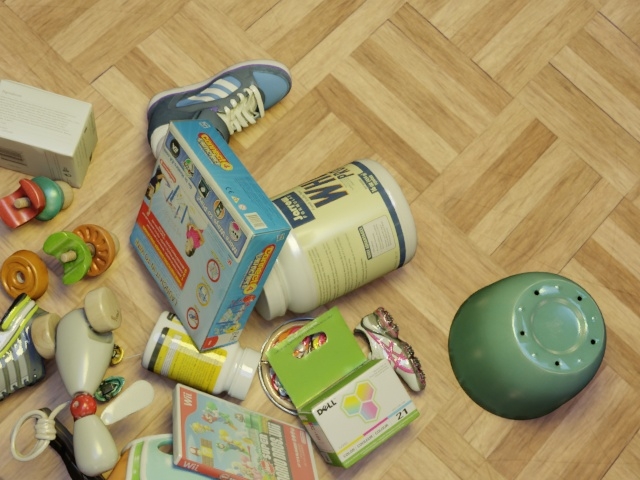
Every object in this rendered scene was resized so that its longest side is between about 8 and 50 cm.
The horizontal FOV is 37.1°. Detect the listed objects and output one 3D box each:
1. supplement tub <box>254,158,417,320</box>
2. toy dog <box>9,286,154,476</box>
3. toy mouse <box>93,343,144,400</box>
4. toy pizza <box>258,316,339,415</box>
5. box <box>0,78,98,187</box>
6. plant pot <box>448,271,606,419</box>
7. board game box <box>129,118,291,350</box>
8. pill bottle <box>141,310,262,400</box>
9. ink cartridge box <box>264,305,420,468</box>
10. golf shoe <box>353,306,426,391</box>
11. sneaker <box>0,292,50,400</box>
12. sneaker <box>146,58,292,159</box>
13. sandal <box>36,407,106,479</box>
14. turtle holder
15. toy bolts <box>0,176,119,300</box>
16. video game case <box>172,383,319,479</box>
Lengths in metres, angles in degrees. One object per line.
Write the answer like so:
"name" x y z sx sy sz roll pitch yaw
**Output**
"supplement tub" 0.000 0.000 1.871 0.324 0.235 0.235 -25 78 -16
"toy dog" -0.410 0.256 1.724 0.220 0.161 0.334 -2 71 21
"toy mouse" -0.433 0.262 1.826 0.161 0.031 0.143 16 70 -3
"toy pizza" -0.023 0.248 1.896 0.201 0.032 0.201 3 72 -8
"box" -0.547 -0.207 1.878 0.181 0.181 0.119 15 71 -4
"plant pot" 0.424 0.194 1.879 0.293 0.235 0.293 3 73 -8
"board game box" -0.215 -0.011 1.761 0.086 0.302 0.308 -10 51 -39
"pill bottle" -0.226 0.224 1.826 0.208 0.119 0.119 22 70 -1
"ink cartridge box" 0.039 0.277 1.831 0.188 0.097 0.255 -32 94 -21
"golf shoe" 0.142 0.230 1.920 0.086 0.067 0.186 -35 80 10
"sneaker" -0.582 0.252 1.769 0.121 0.111 0.300 31 77 -14
"sneaker" -0.189 -0.234 1.925 0.322 0.130 0.236 -17 44 -6
"sandal" -0.446 0.392 1.768 0.060 0.090 0.219 -31 72 -39
"turtle holder" -0.236 0.461 1.688 0.320 0.243 0.227 -12 59 -8
"toy bolts" -0.525 -0.010 1.872 0.218 0.158 0.229 -30 89 24
"video game case" -0.134 0.373 1.728 0.285 0.204 0.025 24 112 -21
